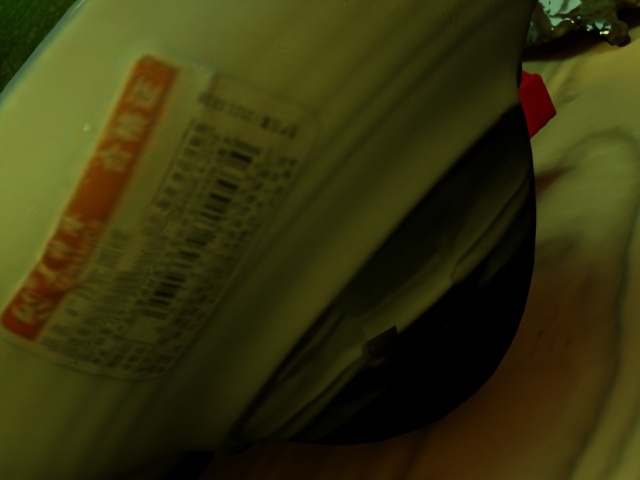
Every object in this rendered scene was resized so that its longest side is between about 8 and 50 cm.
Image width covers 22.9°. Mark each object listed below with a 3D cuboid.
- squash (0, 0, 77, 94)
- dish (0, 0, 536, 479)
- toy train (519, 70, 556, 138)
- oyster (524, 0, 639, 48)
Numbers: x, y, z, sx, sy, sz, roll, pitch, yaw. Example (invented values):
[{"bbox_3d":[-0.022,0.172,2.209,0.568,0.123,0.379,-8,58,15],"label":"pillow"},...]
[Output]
[{"bbox_3d":[-0.130,-0.019,0.634,0.101,0.101,0.379,-37,-5,-40],"label":"squash"},{"bbox_3d":[0.000,0.000,0.489,0.273,0.134,0.273,-48,-6,-6],"label":"dish"},{"bbox_3d":[-0.014,-0.058,0.689,0.204,0.131,0.083,-11,19,38],"label":"toy train"},{"bbox_3d":[0.141,-0.190,0.991,0.221,0.096,0.361,-25,16,-29],"label":"oyster"}]
